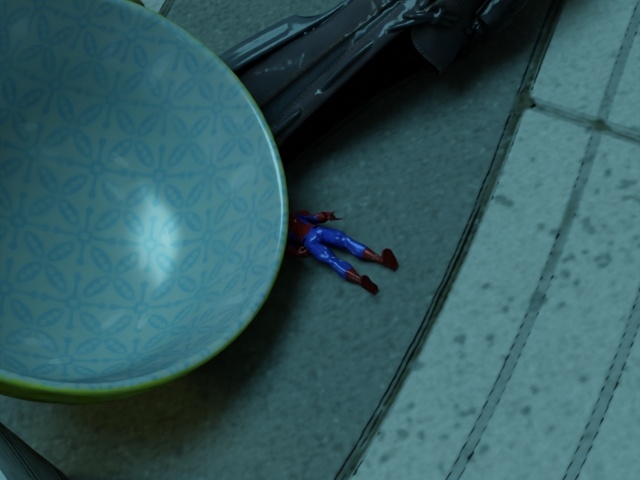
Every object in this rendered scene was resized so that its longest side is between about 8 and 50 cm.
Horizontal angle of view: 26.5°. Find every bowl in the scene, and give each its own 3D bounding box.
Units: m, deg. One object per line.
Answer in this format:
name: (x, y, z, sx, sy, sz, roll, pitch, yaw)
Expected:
bowl: (-0.182, -0.012, 0.917, 0.156, 0.290, 0.289, -46, 20, 58)

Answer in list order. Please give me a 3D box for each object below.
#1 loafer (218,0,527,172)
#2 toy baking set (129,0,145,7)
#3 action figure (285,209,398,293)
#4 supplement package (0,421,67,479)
loafer: (0.055, -0.135, 0.961, 0.303, 0.109, 0.095, -28, 63, 17)
toy baking set: (-0.254, -0.168, 1.211, 0.197, 0.030, 0.256, -40, 44, -5)
action figure: (0.000, 0.000, 0.916, 0.115, 0.030, 0.038, 24, 74, 44)
supplement package: (-0.242, 0.245, 0.769, 0.262, 0.145, 0.204, -43, 44, -8)
